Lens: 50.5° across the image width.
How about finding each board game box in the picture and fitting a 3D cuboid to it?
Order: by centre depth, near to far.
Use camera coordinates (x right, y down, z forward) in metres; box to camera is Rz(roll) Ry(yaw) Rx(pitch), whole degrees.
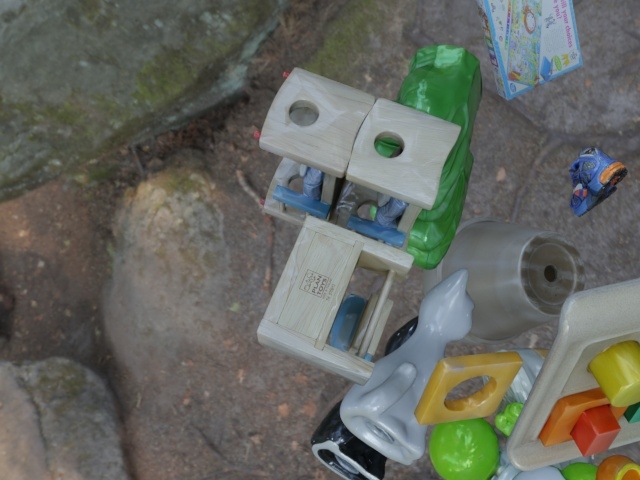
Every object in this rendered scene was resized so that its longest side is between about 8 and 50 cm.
[{"bbox_3d":[0.244,-0.257,0.798,0.103,0.154,0.026,-25,32,0],"label":"board game box"}]

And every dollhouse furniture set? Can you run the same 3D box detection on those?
[{"bbox_3d":[0.000,0.000,0.493,0.128,0.129,0.184,21,70,5],"label":"dollhouse furniture set"}]

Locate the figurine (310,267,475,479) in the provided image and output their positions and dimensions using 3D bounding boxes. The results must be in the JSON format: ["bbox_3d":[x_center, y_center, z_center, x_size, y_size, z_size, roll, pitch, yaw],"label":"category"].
[{"bbox_3d":[0.091,0.145,0.750,0.092,0.215,0.209,32,58,5],"label":"figurine"}]

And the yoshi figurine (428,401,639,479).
[{"bbox_3d":[0.275,0.343,0.972,0.362,0.203,0.203,172,91,-66],"label":"yoshi figurine"}]

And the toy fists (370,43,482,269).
[{"bbox_3d":[0.106,-0.068,0.714,0.096,0.279,0.142,12,67,13],"label":"toy fists"}]

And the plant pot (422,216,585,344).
[{"bbox_3d":[0.448,0.086,1.594,0.280,0.323,0.323,-19,53,66],"label":"plant pot"}]

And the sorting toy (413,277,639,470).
[{"bbox_3d":[0.239,0.104,0.495,0.347,0.196,0.047,-11,44,-11],"label":"sorting toy"}]

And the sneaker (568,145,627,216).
[{"bbox_3d":[0.521,-0.118,1.307,0.083,0.221,0.087,-32,71,-6],"label":"sneaker"}]

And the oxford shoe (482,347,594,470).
[{"bbox_3d":[0.397,0.377,1.121,0.130,0.450,0.169,-20,7,-15],"label":"oxford shoe"}]
